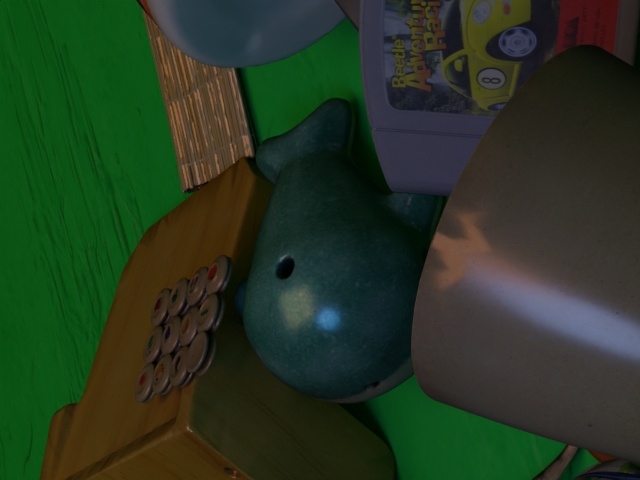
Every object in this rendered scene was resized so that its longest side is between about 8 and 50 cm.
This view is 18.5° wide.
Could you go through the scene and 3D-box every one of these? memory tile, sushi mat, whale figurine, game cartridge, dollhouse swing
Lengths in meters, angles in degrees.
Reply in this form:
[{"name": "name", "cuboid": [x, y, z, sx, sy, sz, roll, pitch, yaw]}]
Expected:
[{"name": "memory tile", "cuboid": [-0.121, 0.078, 1.703, 0.148, 0.012, 0.113, -29, 45, 55]}, {"name": "sushi mat", "cuboid": [-0.134, -0.209, 1.925, 0.151, 0.019, 0.316, -25, 77, 55]}, {"name": "whale figurine", "cuboid": [0.000, 0.000, 1.640, 0.216, 0.141, 0.272, -30, 58, 26]}, {"name": "game cartridge", "cuboid": [0.125, -0.158, 1.369, 0.060, 0.196, 0.294, -70, -17, -57]}, {"name": "dollhouse swing", "cuboid": [-0.070, 0.155, 1.878, 0.315, 0.305, 0.347, 39, 146, -12]}]

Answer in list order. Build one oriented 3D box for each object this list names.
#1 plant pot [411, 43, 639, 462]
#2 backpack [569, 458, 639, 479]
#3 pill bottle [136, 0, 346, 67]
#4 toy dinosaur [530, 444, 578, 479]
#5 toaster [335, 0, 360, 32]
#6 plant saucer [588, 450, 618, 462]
[{"name": "plant pot", "cuboid": [0.241, 0.043, 1.235, 0.274, 0.256, 0.256, 25, 121, 27]}, {"name": "backpack", "cuboid": [0.234, 0.319, 1.285, 0.290, 0.273, 0.355, -20, 49, 59]}, {"name": "pill bottle", "cuboid": [-0.128, -0.345, 1.696, 0.392, 0.224, 0.224, 51, 136, 37]}, {"name": "toy dinosaur", "cuboid": [0.147, 0.268, 1.579, 0.268, 0.064, 0.118, -51, 49, 45]}, {"name": "toaster", "cuboid": [0.081, -0.226, 1.473, 0.146, 0.129, 0.227, 99, 149, -46]}, {"name": "plant saucer", "cuboid": [0.227, 0.086, 1.432, 0.200, 0.037, 0.200, 17, 111, 54]}]
